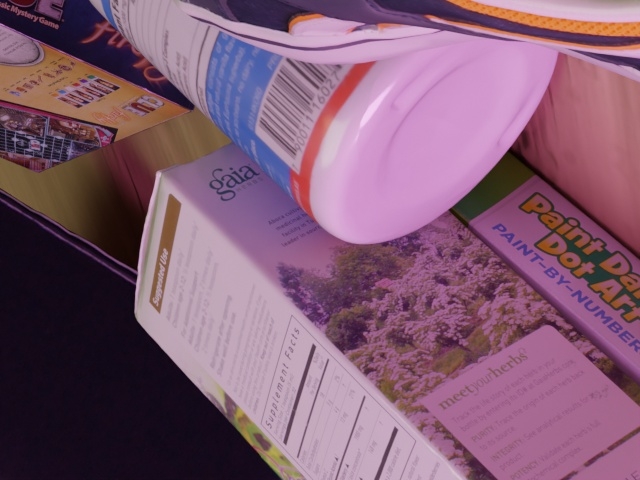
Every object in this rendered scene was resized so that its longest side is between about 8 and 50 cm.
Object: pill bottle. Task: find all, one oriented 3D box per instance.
[{"bbox_3d":[-0.021,-0.111,0.686,0.221,0.124,0.124,45,157,26],"label":"pill bottle"}]

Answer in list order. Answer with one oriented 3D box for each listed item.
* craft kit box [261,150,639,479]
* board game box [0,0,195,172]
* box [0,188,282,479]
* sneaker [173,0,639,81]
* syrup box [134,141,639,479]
[{"bbox_3d":[0.086,0.094,0.776,0.250,0.061,0.247,42,137,28],"label":"craft kit box"},{"bbox_3d":[-0.191,-0.104,1.005,0.165,0.042,0.243,23,163,-26],"label":"board game box"},{"bbox_3d":[-0.269,0.288,1.229,0.297,0.480,0.472,32,157,-1],"label":"box"},{"bbox_3d":[0.031,-0.117,0.489,0.321,0.126,0.127,16,172,43],"label":"sneaker"},{"bbox_3d":[0.033,0.057,0.692,0.237,0.093,0.096,43,141,27],"label":"syrup box"}]
